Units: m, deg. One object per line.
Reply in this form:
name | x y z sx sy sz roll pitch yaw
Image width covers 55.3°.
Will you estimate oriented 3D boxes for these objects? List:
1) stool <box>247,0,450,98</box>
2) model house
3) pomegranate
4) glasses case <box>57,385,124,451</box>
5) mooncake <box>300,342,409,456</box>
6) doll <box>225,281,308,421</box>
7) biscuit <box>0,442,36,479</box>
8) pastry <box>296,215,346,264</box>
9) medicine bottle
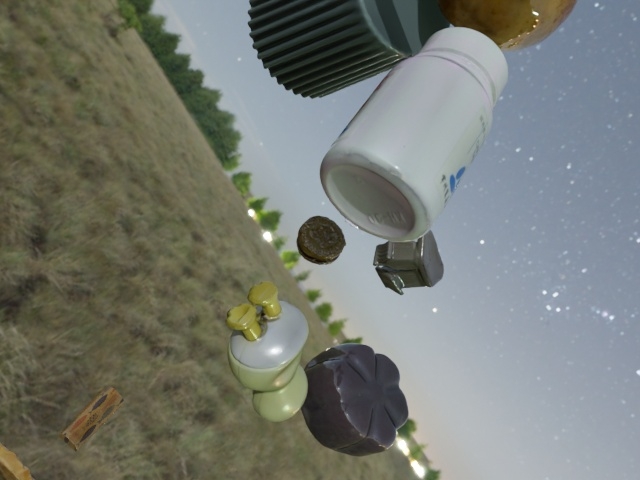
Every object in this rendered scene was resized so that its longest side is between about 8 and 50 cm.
stool | 0.064 -0.457 1.224 0.330 0.297 0.297 4 -49 53
model house | 0.246 0.070 1.756 0.229 0.188 0.122 59 28 -45
pomegranate | 0.313 -0.439 1.036 0.248 0.248 0.248 57 -5 7
glasses case | -0.588 0.455 1.576 0.064 0.170 0.041 41 -46 1
mooncake | 0.075 0.341 1.324 0.245 0.133 0.245 23 53 -35
doll | -0.080 0.194 0.964 0.117 0.141 0.296 22 -40 19
biscuit | -0.680 0.450 1.241 0.309 0.040 0.204 30 -50 5
pastry | 0.000 0.000 1.209 0.097 0.109 0.057 48 -32 11
medicine bottle | 0.137 -0.153 0.839 0.170 0.293 0.170 27 -27 15
